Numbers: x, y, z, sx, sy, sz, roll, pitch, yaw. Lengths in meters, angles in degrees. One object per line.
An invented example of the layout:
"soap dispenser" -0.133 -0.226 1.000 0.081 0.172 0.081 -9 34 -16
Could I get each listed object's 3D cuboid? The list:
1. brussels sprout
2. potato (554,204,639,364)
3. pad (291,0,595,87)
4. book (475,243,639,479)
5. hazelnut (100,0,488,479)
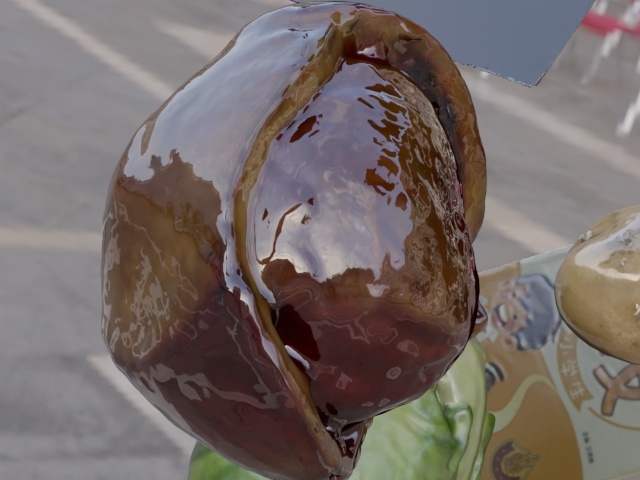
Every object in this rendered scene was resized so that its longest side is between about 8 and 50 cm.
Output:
"brussels sprout" 0.022 0.158 1.279 0.210 0.271 0.219 29 -7 24
"potato" 0.221 0.034 1.239 0.112 0.112 0.147 11 11 -17
"pad" 0.088 -0.191 1.109 0.243 0.163 0.004 26 -14 42
"book" 0.245 0.096 1.469 0.295 0.208 0.020 -19 -22 25
"hazelnut" -0.004 -0.004 0.736 0.160 0.201 0.170 27 -13 24
